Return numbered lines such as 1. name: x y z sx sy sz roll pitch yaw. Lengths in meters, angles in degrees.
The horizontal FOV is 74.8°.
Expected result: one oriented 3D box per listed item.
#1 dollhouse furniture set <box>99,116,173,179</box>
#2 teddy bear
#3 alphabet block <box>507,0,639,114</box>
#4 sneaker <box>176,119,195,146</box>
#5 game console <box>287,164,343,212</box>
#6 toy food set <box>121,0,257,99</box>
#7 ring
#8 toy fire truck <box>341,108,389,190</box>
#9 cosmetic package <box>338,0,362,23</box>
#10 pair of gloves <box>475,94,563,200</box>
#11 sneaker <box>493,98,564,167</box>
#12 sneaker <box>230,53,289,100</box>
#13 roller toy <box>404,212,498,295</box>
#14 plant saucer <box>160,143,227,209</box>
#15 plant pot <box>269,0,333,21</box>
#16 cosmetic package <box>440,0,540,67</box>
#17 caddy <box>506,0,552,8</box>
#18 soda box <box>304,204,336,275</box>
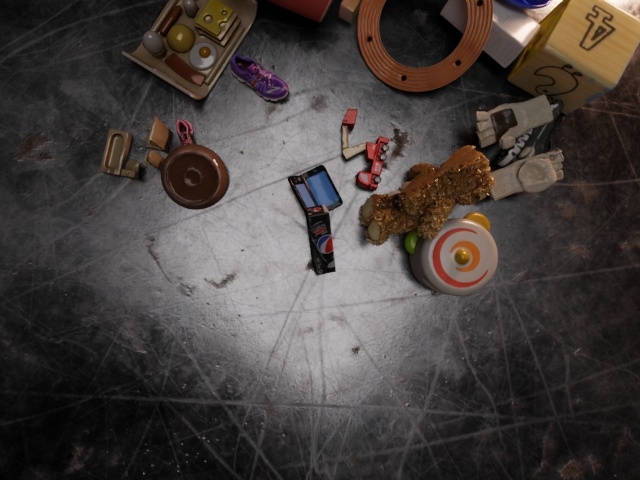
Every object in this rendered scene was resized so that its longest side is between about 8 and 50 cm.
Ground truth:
1. dollhouse furniture set: -0.473 -0.231 1.035 0.152 0.123 0.143 12 87 -2
2. teddy bear: 0.252 -0.096 1.027 0.338 0.245 0.113 -35 118 0
3. alphabet block: 0.644 -0.477 1.069 0.197 0.192 0.193 30 85 0
4. sneaker: -0.344 -0.256 1.076 0.047 0.057 0.119 -19 90 -5
5. game console: -0.012 -0.128 1.082 0.071 0.107 0.122 -28 88 25
6. toy food set: -0.331 -0.541 1.071 0.220 0.092 0.305 31 87 -1
7. ring: 0.261 -0.557 1.072 0.337 0.032 0.335 5 108 17
8. toy fire truck: 0.107 -0.237 1.102 0.136 0.047 0.191 14 88 -2
9. cosmetic package: 0.095 -0.648 1.113 0.041 0.060 0.115 29 88 -1
10. pair of gloves: 0.505 -0.233 1.057 0.205 0.042 0.239 -13 93 1
11. sneaker: 0.575 -0.264 1.115 0.106 0.078 0.234 41 90 -3
12. sneaker: -0.162 -0.423 1.085 0.170 0.071 0.068 27 87 -2
13. roller toy: 0.335 0.041 1.051 0.210 0.146 0.190 -16 89 -4
14. plant saucer: -0.324 -0.160 1.065 0.169 0.029 0.168 -1 103 -4
15. plant pot: -0.055 -0.692 1.020 0.243 0.275 0.274 28 86 -12
16. cosmetic package: 0.446 -0.580 1.102 0.231 0.085 0.117 40 65 1
17. caddy: 0.527 -0.757 1.075 0.242 0.179 0.340 14 69 -12
18. soda box: 0.000 0.000 1.045 0.054 0.060 0.168 -11 118 -7
